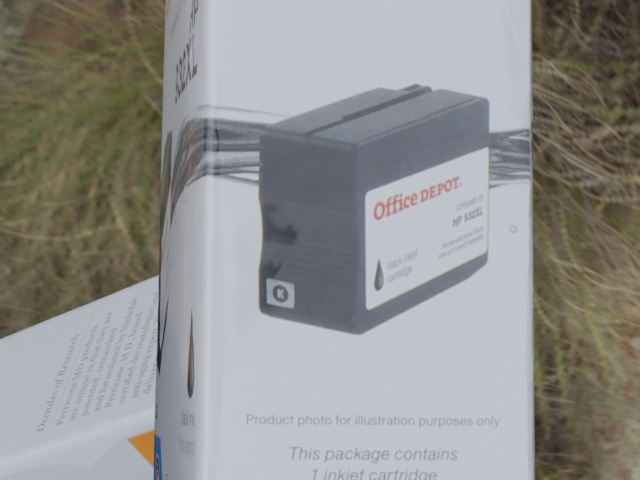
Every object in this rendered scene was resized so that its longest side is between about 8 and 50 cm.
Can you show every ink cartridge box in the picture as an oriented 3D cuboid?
[{"bbox_3d":[0.000,0.000,0.654,0.129,0.223,0.307,2,85,-9],"label":"ink cartridge box"}]

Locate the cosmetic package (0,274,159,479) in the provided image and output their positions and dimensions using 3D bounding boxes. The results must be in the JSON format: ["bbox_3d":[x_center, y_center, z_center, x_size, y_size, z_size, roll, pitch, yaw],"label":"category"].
[{"bbox_3d":[-0.134,0.173,1.195,0.453,0.230,0.161,-22,34,29],"label":"cosmetic package"}]
